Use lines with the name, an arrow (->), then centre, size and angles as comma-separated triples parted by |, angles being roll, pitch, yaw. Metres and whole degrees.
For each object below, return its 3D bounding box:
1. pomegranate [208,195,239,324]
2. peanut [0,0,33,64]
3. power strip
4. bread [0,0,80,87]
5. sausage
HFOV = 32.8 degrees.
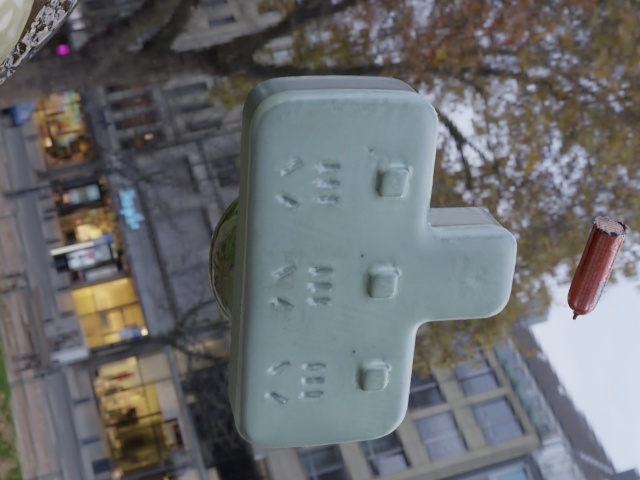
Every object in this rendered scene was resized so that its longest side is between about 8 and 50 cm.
pomegranate -> 0.000, 0.000, 1.329 | 0.236, 0.302, 0.236 | 29, -18, 10
peanut -> -0.199, -0.054, 0.419 | 0.274, 0.111, 0.125 | -59, 156, -33
power strip -> 0.037, 0.019, 0.752 | 0.059, 0.194, 0.265 | -120, -149, -61
bread -> -0.293, -0.239, 0.965 | 0.110, 0.210, 0.192 | 39, 1, 10
sausage -> 0.340, 0.041, 1.356 | 0.050, 0.048, 0.145 | -109, -153, -56
